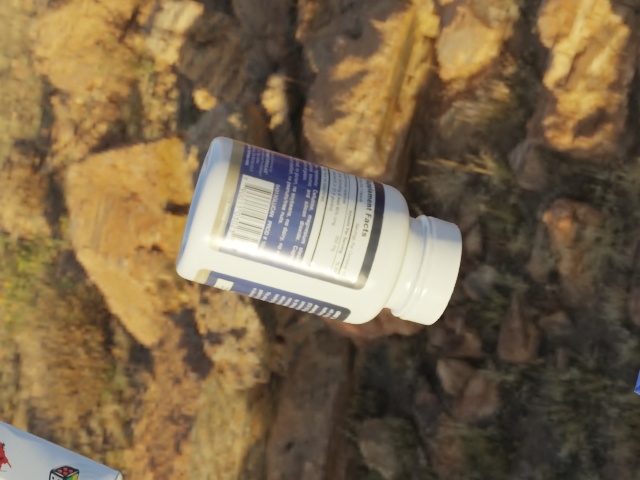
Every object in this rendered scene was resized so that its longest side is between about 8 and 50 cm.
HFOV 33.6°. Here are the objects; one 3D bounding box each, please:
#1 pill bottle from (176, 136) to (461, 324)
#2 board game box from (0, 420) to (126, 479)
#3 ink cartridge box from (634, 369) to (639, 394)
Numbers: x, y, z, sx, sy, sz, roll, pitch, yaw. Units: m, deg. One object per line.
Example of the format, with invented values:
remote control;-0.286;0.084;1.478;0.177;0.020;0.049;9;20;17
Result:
pill bottle;0.000;0.000;0.683;0.094;0.169;0.094;-164;90;-80
board game box;-0.308;0.214;0.996;0.193;0.305;0.053;85;-152;-58
ink cartridge box;0.508;0.159;1.379;0.046;0.207;0.097;30;112;59
